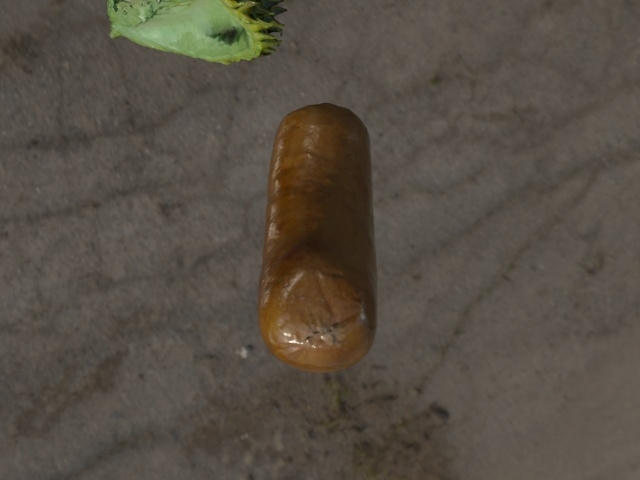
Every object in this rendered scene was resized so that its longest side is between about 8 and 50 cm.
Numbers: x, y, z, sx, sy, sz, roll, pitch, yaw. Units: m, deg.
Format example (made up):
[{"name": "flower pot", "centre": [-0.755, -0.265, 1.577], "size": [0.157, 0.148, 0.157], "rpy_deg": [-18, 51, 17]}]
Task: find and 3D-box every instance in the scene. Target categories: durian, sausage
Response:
[{"name": "durian", "centre": [-0.071, -0.142, 0.574], "size": [0.100, 0.215, 0.086], "rpy_deg": [-14, 92, -18]}, {"name": "sausage", "centre": [-0.002, 0.000, 0.860], "size": [0.109, 0.270, 0.109], "rpy_deg": [1, 134, 1]}]
